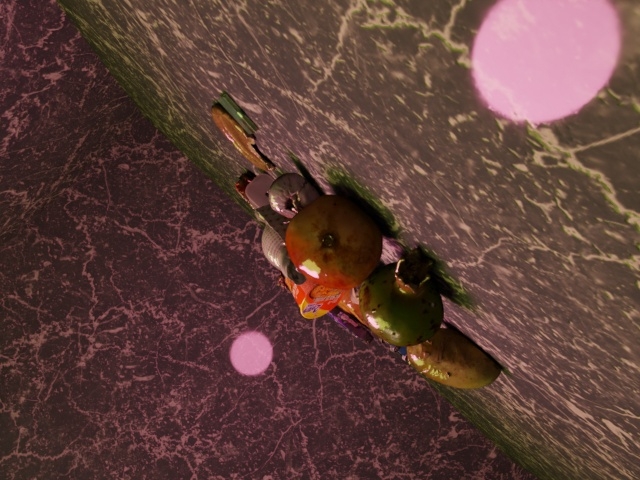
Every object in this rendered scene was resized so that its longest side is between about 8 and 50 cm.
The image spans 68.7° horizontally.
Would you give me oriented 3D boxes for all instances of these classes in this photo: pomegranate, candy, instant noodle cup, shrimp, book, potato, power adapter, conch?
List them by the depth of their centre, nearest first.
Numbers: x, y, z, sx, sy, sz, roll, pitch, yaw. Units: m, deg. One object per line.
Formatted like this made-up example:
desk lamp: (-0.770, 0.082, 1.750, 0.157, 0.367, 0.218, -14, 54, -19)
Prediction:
pomegranate: (0.226, 0.161, 1.211, 0.231, 0.231, 0.286, 44, 157, -2)
pomegranate: (0.036, 0.004, 1.243, 0.252, 0.229, 0.270, 36, 180, 2)
book: (-0.242, -0.369, 1.377, 0.135, 0.017, 0.103, 47, 172, -22)
shrimp: (-0.038, -0.084, 1.436, 0.116, 0.145, 0.343, 16, 164, 42)
potato: (0.426, 0.379, 1.509, 0.298, 0.176, 0.141, 17, 171, 13)
conch: (-0.089, -0.006, 1.633, 0.319, 0.215, 0.303, 40, 158, 44)
instant noodle cup: (-0.031, 0.178, 1.882, 0.174, 0.213, 0.213, 49, 177, 36)
power adapter: (-0.189, -0.143, 1.894, 0.187, 0.124, 0.255, 43, 172, 11)
candy: (0.121, 0.381, 2.211, 0.312, 0.061, 0.088, 32, 172, 43)

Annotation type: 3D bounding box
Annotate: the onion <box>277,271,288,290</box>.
onion: (-0.112, 0.116, 2.274, 0.347, 0.285, 0.347, 40, -178, -2)

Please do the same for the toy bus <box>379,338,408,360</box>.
toy bus: (0.378, 0.474, 2.245, 0.234, 0.134, 0.116, 44, 173, -39)

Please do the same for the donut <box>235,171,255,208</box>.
donut: (-0.277, -0.192, 2.122, 0.269, 0.103, 0.270, 42, 173, 6)

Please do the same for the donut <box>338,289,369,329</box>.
donut: (0.174, 0.270, 2.147, 0.317, 0.150, 0.299, 45, 169, -14)

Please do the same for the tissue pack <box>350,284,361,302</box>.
tissue pack: (0.196, 0.182, 1.614, 0.186, 0.090, 0.222, 8, 170, 1)

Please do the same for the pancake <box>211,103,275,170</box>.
pancake: (-0.262, -0.337, 1.579, 0.286, 0.033, 0.288, 45, 171, -4)
